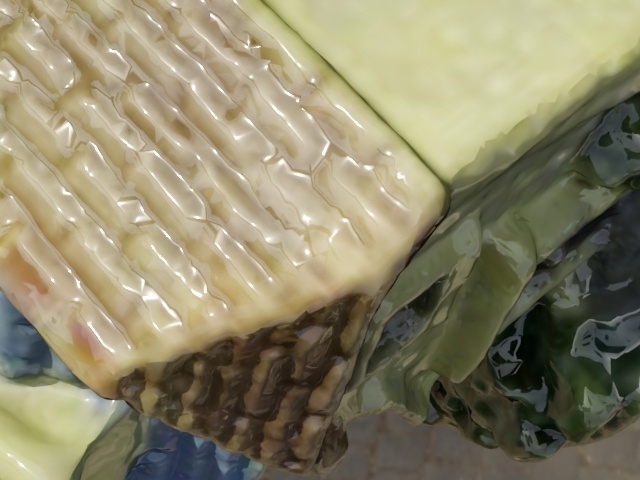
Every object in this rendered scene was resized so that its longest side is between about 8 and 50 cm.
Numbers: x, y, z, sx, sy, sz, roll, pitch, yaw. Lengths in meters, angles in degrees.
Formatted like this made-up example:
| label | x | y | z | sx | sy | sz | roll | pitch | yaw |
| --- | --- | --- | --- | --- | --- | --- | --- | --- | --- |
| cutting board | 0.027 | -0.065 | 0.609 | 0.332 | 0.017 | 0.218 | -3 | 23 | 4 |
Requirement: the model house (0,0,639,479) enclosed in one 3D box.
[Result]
| label | x | y | z | sx | sy | sz | roll | pitch | yaw |
| --- | --- | --- | --- | --- | --- | --- | --- | --- | --- |
| model house | 0.000 | 0.000 | 0.550 | 0.261 | 0.266 | 0.321 | 45 | 147 | 19 |
